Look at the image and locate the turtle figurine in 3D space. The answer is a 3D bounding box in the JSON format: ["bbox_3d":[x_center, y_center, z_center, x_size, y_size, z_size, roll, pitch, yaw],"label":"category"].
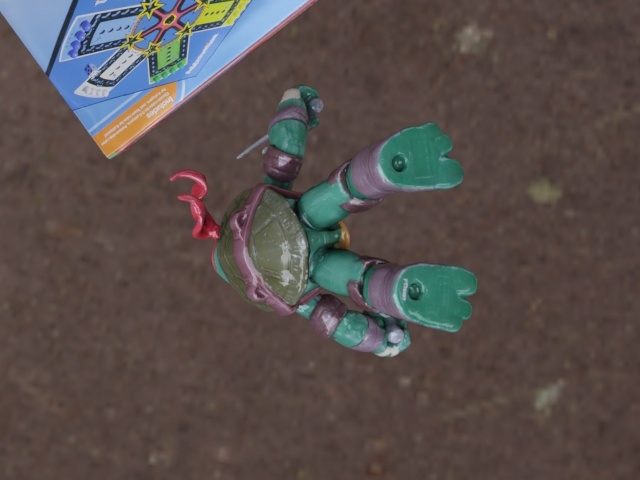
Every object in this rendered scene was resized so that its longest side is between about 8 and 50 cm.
[{"bbox_3d":[0.000,0.000,1.177,0.234,0.118,0.175,-5,110,60],"label":"turtle figurine"}]

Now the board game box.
[{"bbox_3d":[-0.049,-0.175,0.988,0.281,0.027,0.145,-35,91,27],"label":"board game box"}]
